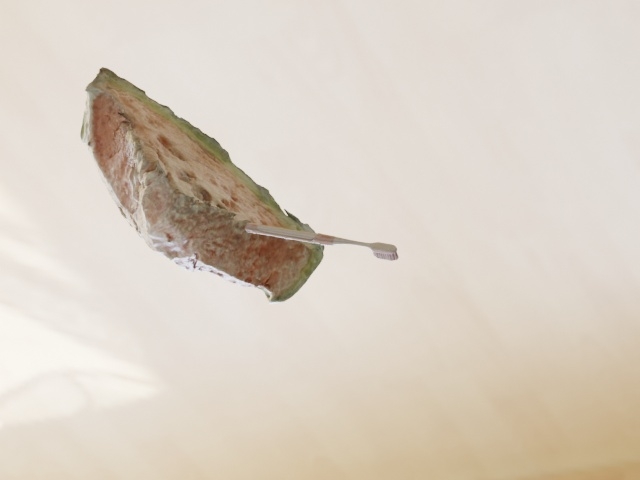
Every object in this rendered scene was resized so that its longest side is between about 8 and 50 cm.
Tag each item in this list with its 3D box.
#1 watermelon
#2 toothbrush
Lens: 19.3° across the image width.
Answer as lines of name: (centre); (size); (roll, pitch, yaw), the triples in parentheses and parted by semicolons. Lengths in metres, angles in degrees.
watermelon: (-0.092, -0.023, 1.148); (0.187, 0.139, 0.071); (40, 101, 6)
toothbrush: (0.000, 0.000, 1.000); (0.097, 0.006, 0.008); (10, 134, 33)
